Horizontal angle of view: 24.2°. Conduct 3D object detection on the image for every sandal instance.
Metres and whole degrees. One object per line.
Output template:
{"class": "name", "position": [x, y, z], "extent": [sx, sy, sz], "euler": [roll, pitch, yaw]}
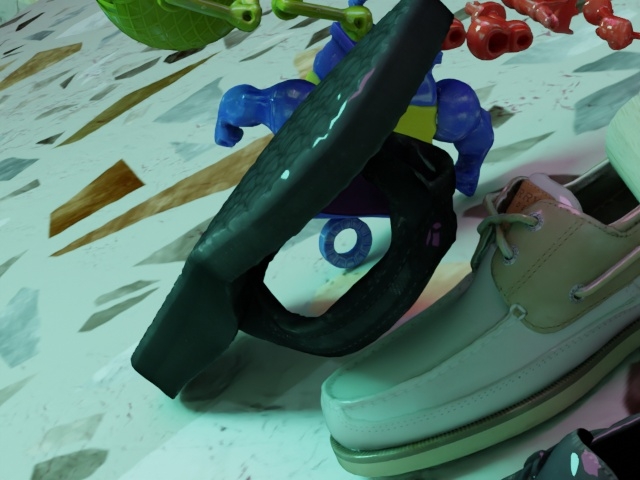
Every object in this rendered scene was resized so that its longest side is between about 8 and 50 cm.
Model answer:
{"class": "sandal", "position": [0.001, -0.001, 0.816], "extent": [0.168, 0.107, 0.446], "euler": [-55, 2, -22]}

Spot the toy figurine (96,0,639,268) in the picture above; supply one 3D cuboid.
{"class": "toy figurine", "position": [0.018, -0.071, 0.968], "extent": [0.362, 0.217, 0.191], "euler": [-1, 27, -27]}

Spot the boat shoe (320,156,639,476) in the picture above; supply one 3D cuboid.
{"class": "boat shoe", "position": [0.125, 0.013, 0.782], "extent": [0.302, 0.103, 0.113], "euler": [-29, 20, -6]}

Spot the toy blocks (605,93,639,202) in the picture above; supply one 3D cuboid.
{"class": "toy blocks", "position": [0.270, -0.090, 0.443], "extent": [0.308, 0.289, 0.260], "euler": [-10, 33, -8]}

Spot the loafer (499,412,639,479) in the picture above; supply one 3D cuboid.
{"class": "loafer", "position": [0.132, 0.093, 0.593], "extent": [0.302, 0.095, 0.109], "euler": [-27, 20, -1]}
